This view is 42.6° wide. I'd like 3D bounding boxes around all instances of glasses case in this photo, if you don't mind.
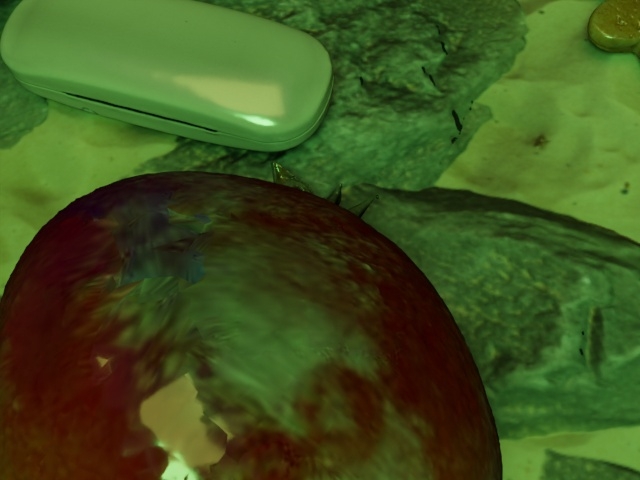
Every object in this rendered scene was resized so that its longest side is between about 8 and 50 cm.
[{"bbox_3d":[-0.135,-0.155,0.714,0.297,0.075,0.113,15,64,11],"label":"glasses case"}]

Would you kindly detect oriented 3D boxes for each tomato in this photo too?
[{"bbox_3d":[-0.042,0.066,0.455,0.290,0.176,0.335,-8,47,-11],"label":"tomato"}]

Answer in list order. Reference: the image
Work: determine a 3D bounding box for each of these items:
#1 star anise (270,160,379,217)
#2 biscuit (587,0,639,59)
[{"bbox_3d":[-0.009,-0.008,0.637,0.124,0.056,0.129,-27,79,-15],"label":"star anise"},{"bbox_3d":[0.324,-0.197,0.743,0.165,0.036,0.250,-22,66,-10],"label":"biscuit"}]
